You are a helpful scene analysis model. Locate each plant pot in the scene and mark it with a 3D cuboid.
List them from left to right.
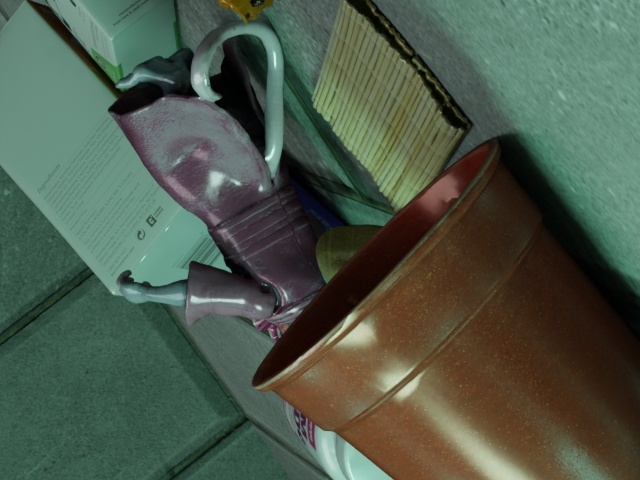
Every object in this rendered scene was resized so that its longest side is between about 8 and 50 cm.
[{"bbox_3d":[0.134,0.107,1.510,0.265,0.272,0.272,44,169,-5],"label":"plant pot"}]

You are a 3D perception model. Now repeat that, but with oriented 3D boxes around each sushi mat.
[{"bbox_3d":[0.054,-0.113,1.682,0.151,0.019,0.316,51,168,6],"label":"sushi mat"}]

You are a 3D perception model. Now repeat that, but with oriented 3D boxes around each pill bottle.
[{"bbox_3d":[0.059,0.201,2.180,0.160,0.160,0.283,55,174,-15],"label":"pill bottle"}]

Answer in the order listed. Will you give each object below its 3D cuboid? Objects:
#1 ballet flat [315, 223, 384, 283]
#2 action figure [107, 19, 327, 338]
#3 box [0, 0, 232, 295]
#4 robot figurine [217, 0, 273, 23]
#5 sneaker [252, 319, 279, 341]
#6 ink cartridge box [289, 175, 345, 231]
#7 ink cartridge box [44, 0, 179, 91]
[{"bbox_3d":[0.136,0.083,1.775,0.342,0.116,0.124,48,147,17],"label":"ballet flat"},{"bbox_3d":[-0.054,-0.031,1.929,0.276,0.248,0.370,-23,97,45],"label":"action figure"},{"bbox_3d":[-0.241,-0.101,2.285,0.345,0.168,0.215,46,-164,24],"label":"box"},{"bbox_3d":[-0.132,-0.325,1.596,0.211,0.085,0.291,39,164,45],"label":"robot figurine"},{"bbox_3d":[-0.070,0.049,2.409,0.111,0.103,0.252,51,172,12],"label":"sneaker"},{"bbox_3d":[0.000,0.000,2.155,0.206,0.045,0.208,41,165,38],"label":"ink cartridge box"},{"bbox_3d":[-0.261,-0.297,2.146,0.219,0.092,0.160,48,168,13],"label":"ink cartridge box"}]
